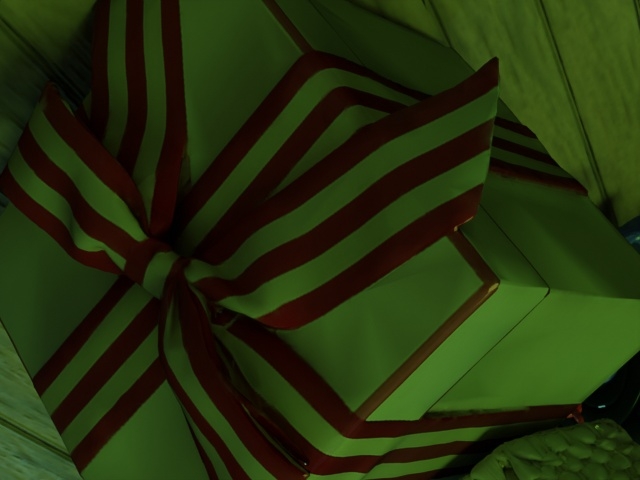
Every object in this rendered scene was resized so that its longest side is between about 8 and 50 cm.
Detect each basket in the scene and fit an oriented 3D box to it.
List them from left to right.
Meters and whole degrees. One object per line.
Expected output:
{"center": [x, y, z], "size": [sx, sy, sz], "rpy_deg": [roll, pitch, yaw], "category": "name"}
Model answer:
{"center": [0.125, 0.167, 0.591], "size": [0.103, 0.113, 0.167], "rpy_deg": [-50, 153, 23], "category": "basket"}

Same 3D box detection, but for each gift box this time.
{"center": [0.000, 0.000, 0.572], "size": [0.258, 0.255, 0.276], "rpy_deg": [7, 126, -53], "category": "gift box"}

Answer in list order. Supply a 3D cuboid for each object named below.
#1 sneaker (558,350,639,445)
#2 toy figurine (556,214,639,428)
{"center": [0.330, 0.094, 1.026], "size": [0.140, 0.125, 0.340], "rpy_deg": [1, 134, -40], "category": "sneaker"}
{"center": [0.237, 0.094, 0.913], "size": [0.217, 0.191, 0.362], "rpy_deg": [-33, 146, -9], "category": "toy figurine"}
